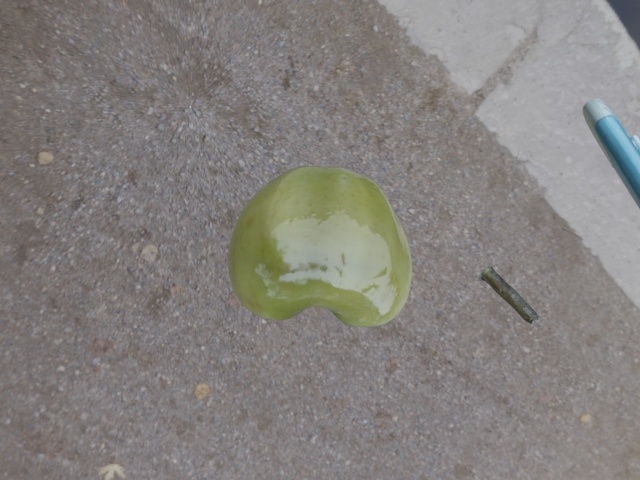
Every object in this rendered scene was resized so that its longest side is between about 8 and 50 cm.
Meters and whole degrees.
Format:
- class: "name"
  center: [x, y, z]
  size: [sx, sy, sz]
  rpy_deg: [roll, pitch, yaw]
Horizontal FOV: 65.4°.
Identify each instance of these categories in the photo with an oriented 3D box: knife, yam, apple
- class: "knife"
  center: [0.304, -0.045, 0.458]
  size: [0.031, 0.221, 0.064]
  rpy_deg: [-30, 153, 25]
- class: "yam"
  center: [0.317, 0.096, 0.837]
  size: [0.027, 0.129, 0.033]
  rpy_deg: [22, 115, -39]
- class: "apple"
  center: [0.000, 0.000, 1.027]
  size: [0.312, 0.360, 0.320]
  rpy_deg: [-28, 132, 31]
